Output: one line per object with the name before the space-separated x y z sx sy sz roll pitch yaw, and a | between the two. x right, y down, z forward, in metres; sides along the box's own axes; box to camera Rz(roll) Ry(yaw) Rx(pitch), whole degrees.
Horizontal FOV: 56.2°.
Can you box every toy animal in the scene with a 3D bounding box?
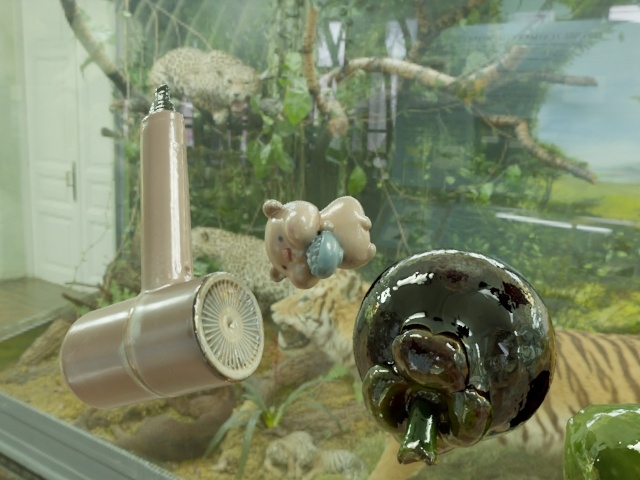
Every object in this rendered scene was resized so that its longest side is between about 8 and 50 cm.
toy animal | 0.000 -0.008 1.379 0.230 0.210 0.221 15 32 43

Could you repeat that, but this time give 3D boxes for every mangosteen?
mangosteen | 0.180 0.148 0.858 0.297 0.296 0.313 9 -7 31

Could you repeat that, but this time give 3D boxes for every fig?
fig | 0.519 0.383 0.918 0.316 0.316 0.316 3 11 0

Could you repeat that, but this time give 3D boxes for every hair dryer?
hair dryer | -0.171 -0.009 0.629 0.189 0.344 0.107 -18 -24 27
